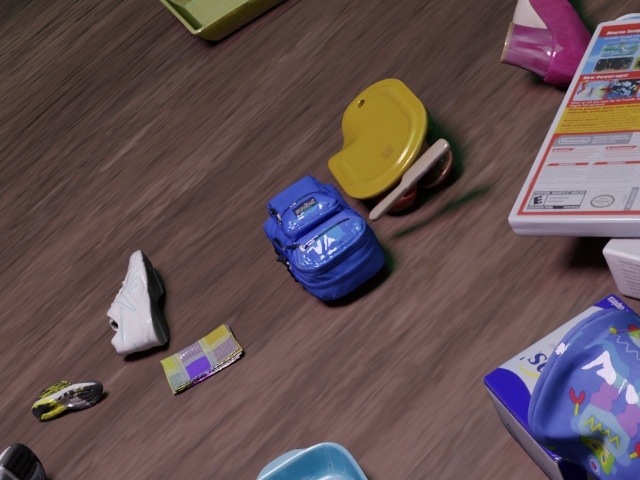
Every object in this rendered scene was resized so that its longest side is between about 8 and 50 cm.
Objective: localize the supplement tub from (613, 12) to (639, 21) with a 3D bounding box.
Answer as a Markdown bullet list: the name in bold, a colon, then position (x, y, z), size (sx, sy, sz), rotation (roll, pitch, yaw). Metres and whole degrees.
- **supplement tub**: position (0.333, -0.182, 1.441), size (0.071, 0.071, 0.107), rotation (-18, 37, 15)

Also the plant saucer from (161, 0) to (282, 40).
- **plant saucer**: position (-0.124, -0.359, 1.998), size (0.188, 0.045, 0.188), rotation (-32, 35, -6)

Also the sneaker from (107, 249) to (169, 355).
- **sneaker**: position (-0.205, 0.066, 1.517), size (0.061, 0.054, 0.152), rotation (-25, 36, 10)

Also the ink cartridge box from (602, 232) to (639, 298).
- **ink cartridge box**: position (0.435, -0.029, 1.185), size (0.296, 0.066, 0.261), rotation (16, 56, 45)

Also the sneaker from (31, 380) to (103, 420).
- **sneaker**: position (-0.267, 0.160, 1.460), size (0.083, 0.031, 0.035), rotation (-19, 36, 14)

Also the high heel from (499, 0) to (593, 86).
- **high heel**: position (0.279, -0.251, 1.585), size (0.117, 0.082, 0.244), rotation (16, 32, 6)

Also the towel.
- **towel**: position (-0.123, 0.120, 1.429), size (0.083, 0.009, 0.060), rotation (-30, 36, -2)

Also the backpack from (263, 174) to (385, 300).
- **backpack**: position (0.000, 0.000, 1.419), size (0.098, 0.101, 0.120), rotation (-38, 39, -1)

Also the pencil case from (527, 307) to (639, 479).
- **pencil case**: position (0.274, 0.178, 0.936), size (0.119, 0.133, 0.306), rotation (-6, 38, -42)

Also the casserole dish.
- **casserole dish**: position (0.001, 0.247, 1.163), size (0.114, 0.037, 0.188), rotation (-32, 36, -5)

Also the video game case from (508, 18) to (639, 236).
- **video game case**: position (0.313, -0.113, 1.290), size (0.204, 0.025, 0.285), rotation (0, 47, 36)

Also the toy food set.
- **toy food set**: position (0.086, -0.089, 1.508), size (0.128, 0.071, 0.218), rotation (-49, 31, 12)

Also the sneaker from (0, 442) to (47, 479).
- **sneaker**: position (-0.341, 0.294, 1.300), size (0.132, 0.086, 0.229), rotation (-18, 37, 19)

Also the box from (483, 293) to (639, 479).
- **box**: position (0.225, 0.130, 1.123), size (0.137, 0.072, 0.126), rotation (-33, 35, -5)
